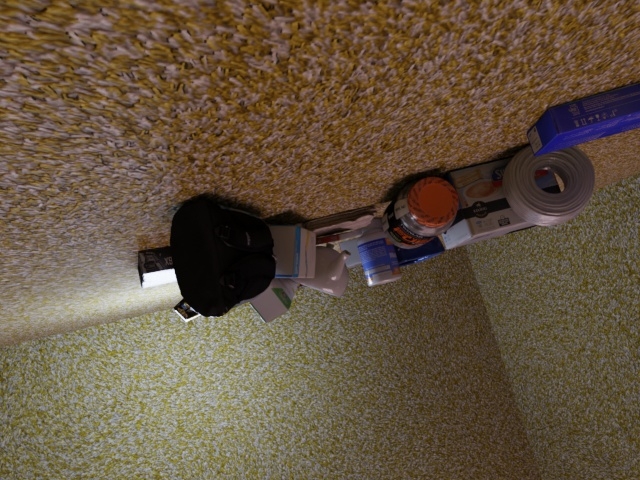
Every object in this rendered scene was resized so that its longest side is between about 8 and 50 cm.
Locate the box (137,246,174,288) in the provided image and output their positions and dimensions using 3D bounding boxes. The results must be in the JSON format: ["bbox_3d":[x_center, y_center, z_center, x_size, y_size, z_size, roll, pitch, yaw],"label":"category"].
[{"bbox_3d":[-0.509,0.089,1.548,0.243,0.076,0.307,-11,170,-24],"label":"box"}]

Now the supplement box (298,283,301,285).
[{"bbox_3d":[-0.147,0.126,1.969,0.129,0.191,0.194,-17,171,14],"label":"supplement box"}]

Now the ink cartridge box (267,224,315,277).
[{"bbox_3d":[-0.128,0.042,1.478,0.172,0.168,0.233,1,175,16],"label":"ink cartridge box"}]

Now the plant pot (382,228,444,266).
[{"bbox_3d":[0.385,0.002,2.013,0.236,0.211,0.236,-10,170,-27],"label":"plant pot"}]

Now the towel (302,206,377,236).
[{"bbox_3d":[0.068,-0.060,1.665,0.283,0.049,0.187,-14,170,-6],"label":"towel"}]

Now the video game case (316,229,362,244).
[{"bbox_3d":[0.000,0.000,1.779,0.286,0.025,0.204,-11,-179,29],"label":"video game case"}]

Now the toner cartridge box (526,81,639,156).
[{"bbox_3d":[0.734,-0.320,1.119,0.348,0.075,0.165,-15,171,4],"label":"toner cartridge box"}]

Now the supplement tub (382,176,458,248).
[{"bbox_3d":[0.328,-0.090,1.463,0.194,0.193,0.316,-14,170,-7],"label":"supplement tub"}]

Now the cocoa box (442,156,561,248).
[{"bbox_3d":[0.593,-0.134,1.501,0.348,0.227,0.231,-14,170,-6],"label":"cocoa box"}]

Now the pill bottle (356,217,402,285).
[{"bbox_3d":[0.242,0.049,1.882,0.153,0.271,0.152,-14,171,-2],"label":"pill bottle"}]

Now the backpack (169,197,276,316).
[{"bbox_3d":[-0.249,0.043,1.202,0.274,0.289,0.356,-11,180,29],"label":"backpack"}]

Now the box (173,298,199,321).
[{"bbox_3d":[-0.364,0.139,1.589,0.257,0.079,0.322,-26,-161,53],"label":"box"}]

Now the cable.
[{"bbox_3d":[0.693,-0.177,1.333,0.257,0.256,0.089,-13,165,1],"label":"cable"}]

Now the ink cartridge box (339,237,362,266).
[{"bbox_3d":[0.186,0.067,2.330,0.128,0.128,0.176,-17,171,9],"label":"ink cartridge box"}]

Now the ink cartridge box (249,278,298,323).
[{"bbox_3d":[-0.200,0.157,1.703,0.117,0.201,0.278,-33,-167,15],"label":"ink cartridge box"}]

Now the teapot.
[{"bbox_3d":[0.005,0.099,1.713,0.256,0.186,0.252,16,171,20],"label":"teapot"}]
